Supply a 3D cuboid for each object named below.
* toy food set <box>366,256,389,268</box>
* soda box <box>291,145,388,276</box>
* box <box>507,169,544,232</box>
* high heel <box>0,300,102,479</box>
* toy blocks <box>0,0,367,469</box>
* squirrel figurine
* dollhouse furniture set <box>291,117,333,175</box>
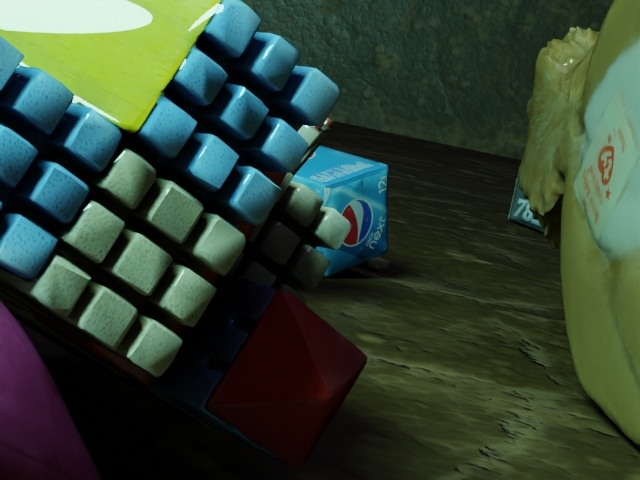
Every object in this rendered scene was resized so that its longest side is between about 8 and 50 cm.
[{"bbox_3d":[0.000,0.000,1.108,0.078,0.019,0.122,9,16,-18],"label":"toy food set"},{"bbox_3d":[-0.046,-0.039,1.063,0.067,0.071,0.210,-20,28,-40],"label":"soda box"},{"bbox_3d":[0.412,-0.007,1.575,0.293,0.073,0.295,9,8,-26],"label":"box"},{"bbox_3d":[-0.245,0.026,0.407,0.377,0.127,0.181,12,-22,33],"label":"high heel"},{"bbox_3d":[-0.111,-0.043,0.464,0.381,0.190,0.261,39,-13,-33],"label":"toy blocks"},{"bbox_3d":[0.324,-0.026,0.806,0.370,0.281,0.397,6,4,-12],"label":"squirrel figurine"},{"bbox_3d":[-0.088,-0.056,0.797,0.129,0.129,0.184,41,9,1],"label":"dollhouse furniture set"}]
